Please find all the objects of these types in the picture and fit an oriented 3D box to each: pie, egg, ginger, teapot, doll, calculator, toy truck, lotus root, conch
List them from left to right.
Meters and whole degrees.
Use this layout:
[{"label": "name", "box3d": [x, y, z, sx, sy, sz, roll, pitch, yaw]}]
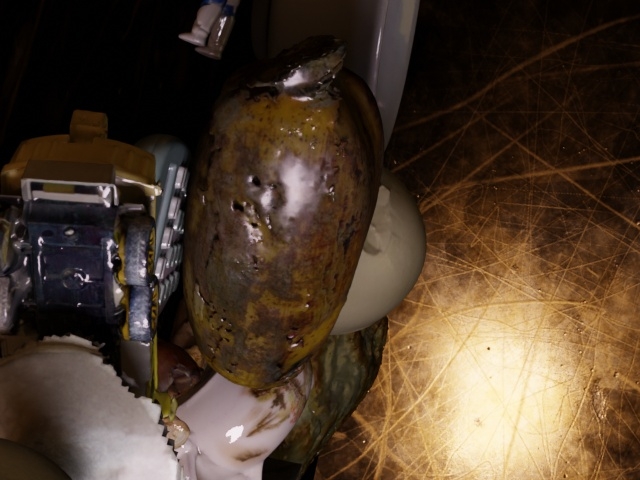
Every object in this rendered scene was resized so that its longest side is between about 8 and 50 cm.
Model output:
[{"label": "toy truck", "box3d": [-0.169, 0.041, 1.172, 0.157, 0.124, 0.272, -84, 178, -52]}, {"label": "conch", "box3d": [-0.164, 0.127, 1.468, 0.086, 0.080, 0.233, -43, 180, 26]}, {"label": "calculator", "box3d": [-0.158, -0.006, 1.469, 0.295, 0.042, 0.184, 11, 91, -85]}, {"label": "ginger", "box3d": [-0.145, 0.126, 1.660, 0.089, 0.075, 0.288, -54, -173, 23]}, {"label": "teapot", "box3d": [-0.092, 0.194, 1.732, 0.204, 0.139, 0.298, -30, -160, 35]}, {"label": "doll", "box3d": [-0.079, -0.289, 1.541, 0.114, 0.057, 0.227, 18, 94, -76]}, {"label": "lotus root", "box3d": [-0.036, -0.021, 1.498, 0.196, 0.179, 0.397, -96, -167, -49]}, {"label": "pie", "box3d": [-0.037, 0.207, 2.218, 0.395, 0.180, 0.418, 94, 18, -53]}, {"label": "egg", "box3d": [0.000, 0.000, 1.851, 0.219, 0.269, 0.219, -6, -97, 60]}]

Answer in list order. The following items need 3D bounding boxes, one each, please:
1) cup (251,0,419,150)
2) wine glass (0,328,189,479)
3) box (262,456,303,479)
[{"label": "cup", "box3d": [0.019, -0.275, 1.840, 0.347, 0.163, 0.347, 10, 90, -82]}, {"label": "wine glass", "box3d": [-0.199, 0.184, 0.938, 0.357, 0.190, 0.190, -57, 158, -72]}, {"label": "box", "box3d": [-0.125, 0.375, 1.922, 0.155, 0.149, 0.231, -30, 132, -81]}]
